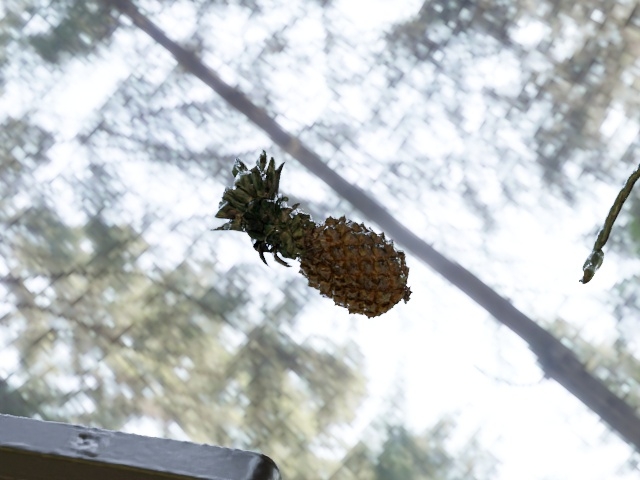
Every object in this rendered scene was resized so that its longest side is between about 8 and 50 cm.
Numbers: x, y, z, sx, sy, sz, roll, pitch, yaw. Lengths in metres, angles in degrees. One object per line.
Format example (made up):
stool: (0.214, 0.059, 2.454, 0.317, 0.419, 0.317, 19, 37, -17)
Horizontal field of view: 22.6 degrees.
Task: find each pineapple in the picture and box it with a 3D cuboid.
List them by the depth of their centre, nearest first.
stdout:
pineapple: (0.000, 0.000, 1.539, 0.221, 0.083, 0.103, 32, -114, -15)

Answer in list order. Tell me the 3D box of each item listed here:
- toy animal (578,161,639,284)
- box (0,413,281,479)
toy animal: (0.249, -0.077, 1.021, 0.253, 0.070, 0.079, -44, -19, 22)
box: (-0.209, 0.267, 1.469, 0.350, 0.058, 0.211, 7, -58, 9)
